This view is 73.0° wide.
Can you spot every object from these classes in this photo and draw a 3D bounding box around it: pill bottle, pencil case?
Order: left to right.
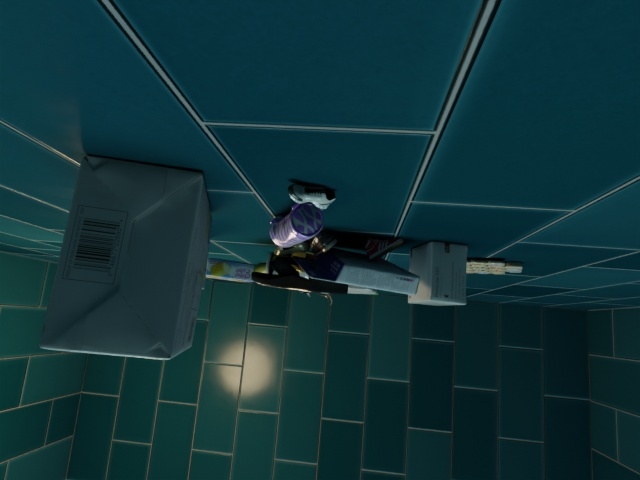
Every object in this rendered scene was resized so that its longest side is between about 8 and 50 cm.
[{"bbox_3d":[-0.115,0.121,1.810,0.208,0.119,0.119,4,169,8],"label":"pill bottle"},{"bbox_3d":[-0.065,-0.035,1.058,0.088,0.086,0.206,42,158,-9],"label":"pencil case"}]

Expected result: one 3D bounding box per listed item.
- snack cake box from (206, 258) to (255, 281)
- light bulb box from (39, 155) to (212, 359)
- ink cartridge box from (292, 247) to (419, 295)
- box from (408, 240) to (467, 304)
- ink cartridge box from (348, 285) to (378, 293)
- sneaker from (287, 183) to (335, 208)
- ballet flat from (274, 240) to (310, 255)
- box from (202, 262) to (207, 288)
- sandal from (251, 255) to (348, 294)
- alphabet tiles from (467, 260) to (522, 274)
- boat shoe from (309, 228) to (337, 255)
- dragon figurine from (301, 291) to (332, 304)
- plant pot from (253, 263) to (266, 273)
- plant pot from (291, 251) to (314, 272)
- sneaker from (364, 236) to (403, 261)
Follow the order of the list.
[{"bbox_3d":[-0.488,0.160,2.267,0.264,0.089,0.152,11,167,-29],"label":"snack cake box"},{"bbox_3d":[-0.379,0.057,0.942,0.225,0.358,0.361,9,168,-10],"label":"light bulb box"},{"bbox_3d":[0.098,0.080,1.380,0.329,0.072,0.324,12,-174,-15],"label":"ink cartridge box"},{"bbox_3d":[0.361,0.108,1.348,0.118,0.181,0.182,6,170,-9],"label":"box"},{"bbox_3d":[0.141,0.167,1.923,0.210,0.122,0.289,2,169,14],"label":"ink cartridge box"},{"bbox_3d":[-0.016,-0.094,0.858,0.109,0.040,0.043,9,153,-39],"label":"sneaker"},{"bbox_3d":[-0.104,0.014,1.458,0.168,0.057,0.052,-9,134,40],"label":"ballet flat"},{"bbox_3d":[-0.432,0.067,1.480,0.038,0.186,0.145,3,169,9],"label":"box"},{"bbox_3d":[-0.072,0.110,1.450,0.167,0.107,0.445,7,176,-41],"label":"sandal"},{"bbox_3d":[0.596,0.097,1.614,0.283,0.021,0.278,0,168,24],"label":"alphabet tiles"},{"bbox_3d":[0.000,0.000,1.330,0.065,0.075,0.206,50,170,-3],"label":"boat shoe"},{"bbox_3d":[-0.053,0.201,1.958,0.144,0.289,0.085,-33,158,6],"label":"dragon figurine"},{"bbox_3d":[-0.279,0.148,2.170,0.083,0.084,0.079,15,153,-42],"label":"plant pot"},{"bbox_3d":[-0.072,0.084,1.707,0.083,0.082,0.081,8,173,38],"label":"plant pot"},{"bbox_3d":[0.187,0.008,1.304,0.118,0.067,0.042,-31,154,17],"label":"sneaker"}]
